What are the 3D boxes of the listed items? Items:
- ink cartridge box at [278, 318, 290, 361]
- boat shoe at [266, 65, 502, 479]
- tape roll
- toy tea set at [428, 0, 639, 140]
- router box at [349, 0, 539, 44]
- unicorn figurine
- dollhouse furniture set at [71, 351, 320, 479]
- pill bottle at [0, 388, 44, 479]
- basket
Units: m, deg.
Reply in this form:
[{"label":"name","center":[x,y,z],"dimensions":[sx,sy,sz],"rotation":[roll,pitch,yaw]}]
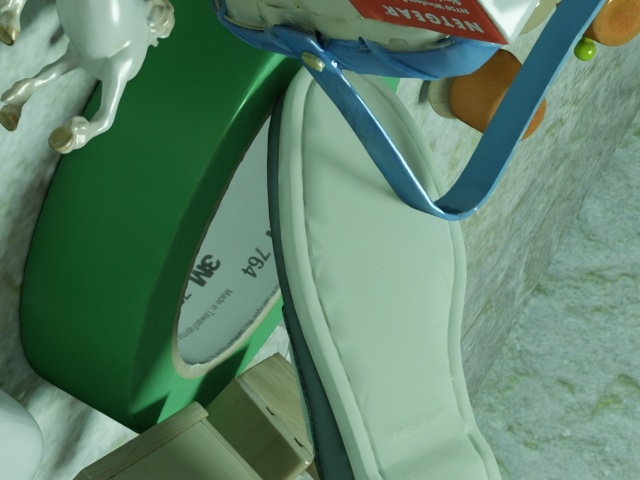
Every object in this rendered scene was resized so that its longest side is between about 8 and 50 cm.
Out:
[{"label":"ink cartridge box","center":[0.000,0.000,1.364],"dimensions":[0.181,0.061,0.104],"rotation":[-49,161,-45]},{"label":"boat shoe","center":[0.018,0.065,0.939],"dimensions":[0.116,0.320,0.099],"rotation":[-9,173,-39]},{"label":"tape roll","center":[-0.053,-0.040,1.060],"dimensions":[0.321,0.077,0.321],"rotation":[-57,166,-23]},{"label":"toy tea set","center":[0.204,-0.246,1.541],"dimensions":[0.336,0.124,0.200],"rotation":[-44,132,3]},{"label":"router box","center":[0.051,-0.293,0.623],"dimensions":[0.301,0.082,0.335],"rotation":[45,71,-43]},{"label":"unicorn figurine","center":[-0.104,-0.096,0.790],"dimensions":[0.111,0.060,0.162],"rotation":[-53,164,-30]},{"label":"dollhouse furniture set","center":[-0.105,0.266,1.058],"dimensions":[0.303,0.198,0.286],"rotation":[-47,171,23]},{"label":"pill bottle","center":[-0.223,0.150,0.654],"dimensions":[0.264,0.146,0.146],"rotation":[-61,167,-4]},{"label":"basket","center":[0.062,-0.180,0.855],"dimensions":[0.289,0.201,0.255],"rotation":[45,71,-41]}]
